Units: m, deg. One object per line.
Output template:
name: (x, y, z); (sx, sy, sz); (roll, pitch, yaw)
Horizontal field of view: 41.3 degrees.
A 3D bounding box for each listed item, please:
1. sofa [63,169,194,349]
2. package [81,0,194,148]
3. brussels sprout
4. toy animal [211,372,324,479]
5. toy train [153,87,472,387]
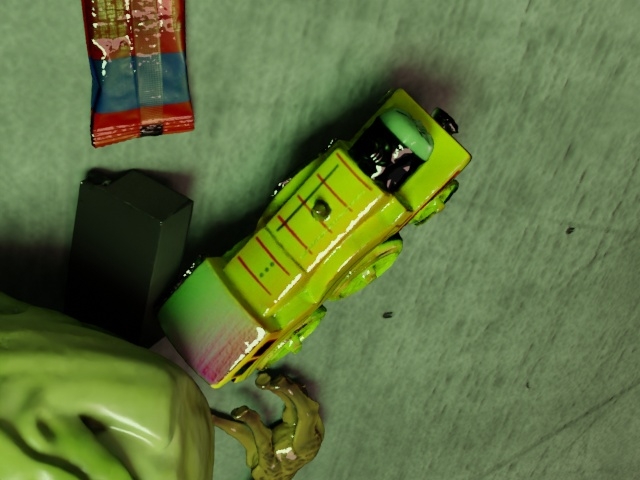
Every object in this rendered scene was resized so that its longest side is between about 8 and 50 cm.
sofa: (-0.162, 0.015, 0.717); (0.060, 0.085, 0.147); (-44, 155, -56)
package: (-0.134, -0.158, 0.614); (0.083, 0.022, 0.200); (-10, 130, -18)
brussels sprout: (-0.252, 0.167, 0.657); (0.328, 0.247, 0.328); (3, 163, 1)
toy animal: (-0.070, 0.252, 0.949); (0.149, 0.054, 0.276); (-8, 129, -17)
toy train: (0.000, 0.000, 0.716); (0.296, 0.100, 0.160); (-46, 165, 13)
